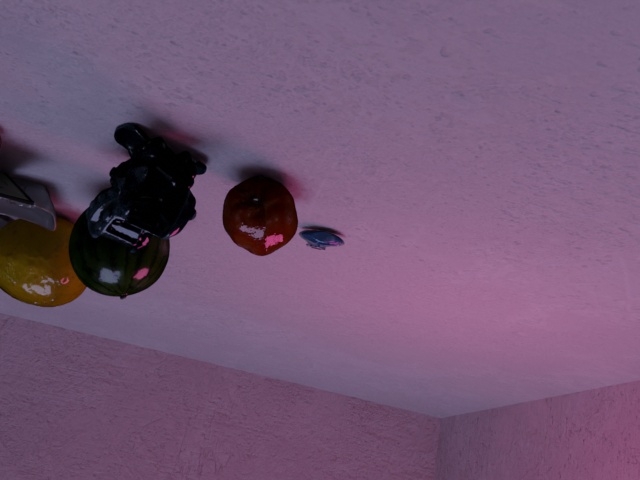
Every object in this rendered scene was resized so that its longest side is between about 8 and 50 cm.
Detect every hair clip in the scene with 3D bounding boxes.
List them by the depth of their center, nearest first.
[{"bbox_3d":[-0.347,-0.100,1.429,0.194,0.206,0.310,29,158,-26],"label":"hair clip"}]

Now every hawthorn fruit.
[{"bbox_3d":[-0.125,-0.058,1.485,0.157,0.157,0.194,9,162,5],"label":"hawthorn fruit"}]

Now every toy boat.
[{"bbox_3d":[-0.008,-0.003,1.755,0.105,0.034,0.149,17,171,-23],"label":"toy boat"}]

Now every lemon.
[{"bbox_3d":[-0.750,0.051,1.954,0.310,0.253,0.253,15,160,14],"label":"lemon"}]

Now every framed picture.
[{"bbox_3d":[-0.806,-0.153,1.558,0.323,0.013,0.244,16,-171,-41],"label":"framed picture"}]

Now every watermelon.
[{"bbox_3d":[-0.476,0.016,1.728,0.242,0.242,0.242,10,159,4],"label":"watermelon"}]

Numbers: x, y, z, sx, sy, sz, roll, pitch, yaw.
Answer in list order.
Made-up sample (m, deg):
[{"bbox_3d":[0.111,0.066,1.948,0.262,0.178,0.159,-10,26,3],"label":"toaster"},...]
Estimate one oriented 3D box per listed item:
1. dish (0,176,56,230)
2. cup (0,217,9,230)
[{"bbox_3d":[-0.755,-0.105,1.789,0.212,0.077,0.151,14,157,-6],"label":"dish"},{"bbox_3d":[-0.965,0.046,2.070,0.241,0.226,0.185,34,151,-29],"label":"cup"}]
